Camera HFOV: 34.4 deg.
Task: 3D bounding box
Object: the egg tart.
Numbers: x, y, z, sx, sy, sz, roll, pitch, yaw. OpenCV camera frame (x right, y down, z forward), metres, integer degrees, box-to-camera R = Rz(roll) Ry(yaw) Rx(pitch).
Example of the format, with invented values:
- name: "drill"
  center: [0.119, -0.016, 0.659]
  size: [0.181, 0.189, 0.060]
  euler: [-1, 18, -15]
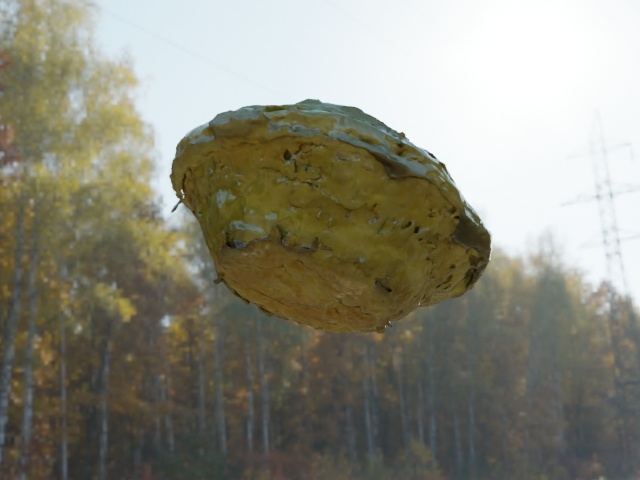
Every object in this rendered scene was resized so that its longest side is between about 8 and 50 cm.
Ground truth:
- name: "egg tart"
  center: [0.001, 0.001, 1.034]
  size: [0.341, 0.132, 0.341]
  euler: [14, -30, 8]
